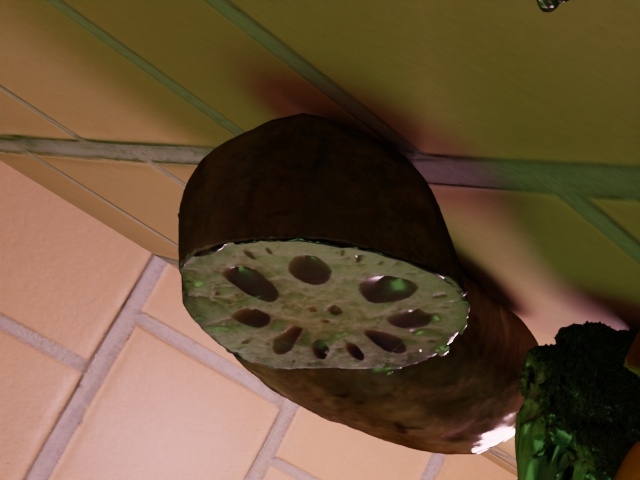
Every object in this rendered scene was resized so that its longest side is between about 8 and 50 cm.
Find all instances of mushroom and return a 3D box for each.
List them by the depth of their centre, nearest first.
[{"bbox_3d":[0.053,0.099,1.324,0.313,0.224,0.397,23,167,35],"label":"mushroom"}]

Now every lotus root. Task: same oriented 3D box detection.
[{"bbox_3d":[0.000,0.000,1.053,0.272,0.192,0.272,-1,144,-1],"label":"lotus root"}]

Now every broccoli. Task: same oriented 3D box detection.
[{"bbox_3d":[0.302,0.215,1.191,0.265,0.245,0.294,39,-158,6],"label":"broccoli"}]

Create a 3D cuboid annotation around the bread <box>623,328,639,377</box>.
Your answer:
[{"bbox_3d":[0.304,0.075,0.946,0.035,0.094,0.090,33,170,-21],"label":"bread"}]

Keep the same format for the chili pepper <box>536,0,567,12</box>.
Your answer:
[{"bbox_3d":[0.103,-0.149,0.603,0.083,0.022,0.027,30,168,-33],"label":"chili pepper"}]

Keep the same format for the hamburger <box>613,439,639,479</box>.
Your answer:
[{"bbox_3d":[0.361,0.143,0.638,0.395,0.277,0.396,27,171,4],"label":"hamburger"}]
